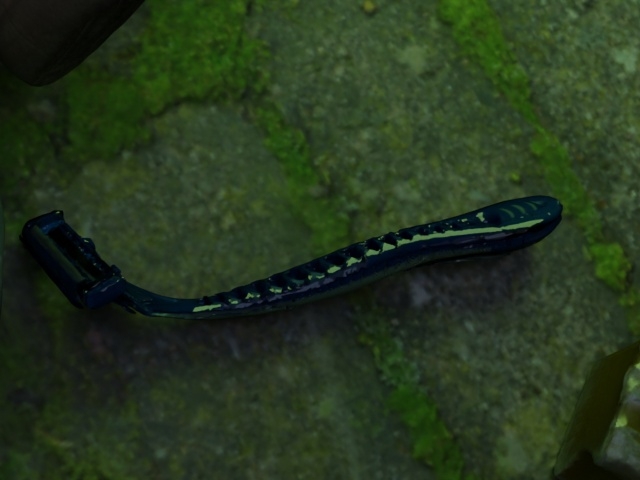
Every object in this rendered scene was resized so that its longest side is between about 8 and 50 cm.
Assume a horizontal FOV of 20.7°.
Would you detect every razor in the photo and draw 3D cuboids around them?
[{"bbox_3d":[-0.002,0.012,0.987,0.324,0.093,0.056,-6,114,-28],"label":"razor"}]

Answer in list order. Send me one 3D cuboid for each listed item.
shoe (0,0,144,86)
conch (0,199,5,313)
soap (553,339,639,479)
[{"bbox_3d":[-0.114,-0.256,0.924,0.198,0.172,0.351,41,44,-13],"label":"shoe"},{"bbox_3d":[-0.220,-0.007,0.856,0.185,0.121,0.221,20,72,-49],"label":"conch"},{"bbox_3d":[0.267,0.130,1.036,0.232,0.073,0.140,30,62,-10],"label":"soap"}]
